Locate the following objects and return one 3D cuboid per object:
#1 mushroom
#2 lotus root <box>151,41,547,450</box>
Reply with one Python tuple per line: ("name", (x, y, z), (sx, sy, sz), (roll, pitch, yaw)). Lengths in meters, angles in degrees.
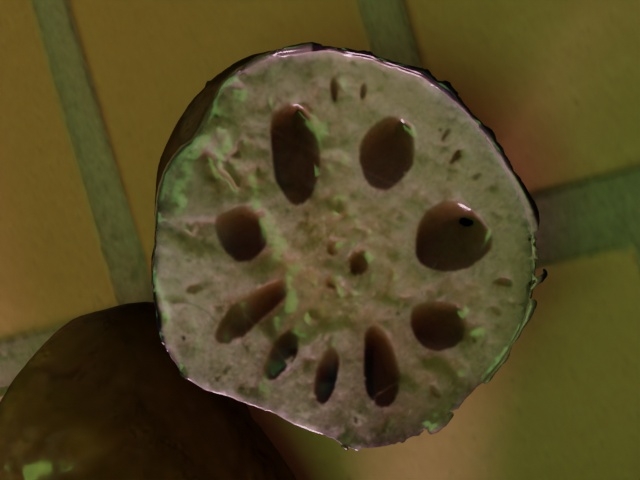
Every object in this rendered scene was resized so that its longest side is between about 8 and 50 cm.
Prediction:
("mushroom", (-0.111, 0.260, 0.886), (0.313, 0.224, 0.397), (12, 102, 24))
("lotus root", (0.000, 0.000, 0.808), (0.272, 0.192, 0.272), (-1, 95, -13))
